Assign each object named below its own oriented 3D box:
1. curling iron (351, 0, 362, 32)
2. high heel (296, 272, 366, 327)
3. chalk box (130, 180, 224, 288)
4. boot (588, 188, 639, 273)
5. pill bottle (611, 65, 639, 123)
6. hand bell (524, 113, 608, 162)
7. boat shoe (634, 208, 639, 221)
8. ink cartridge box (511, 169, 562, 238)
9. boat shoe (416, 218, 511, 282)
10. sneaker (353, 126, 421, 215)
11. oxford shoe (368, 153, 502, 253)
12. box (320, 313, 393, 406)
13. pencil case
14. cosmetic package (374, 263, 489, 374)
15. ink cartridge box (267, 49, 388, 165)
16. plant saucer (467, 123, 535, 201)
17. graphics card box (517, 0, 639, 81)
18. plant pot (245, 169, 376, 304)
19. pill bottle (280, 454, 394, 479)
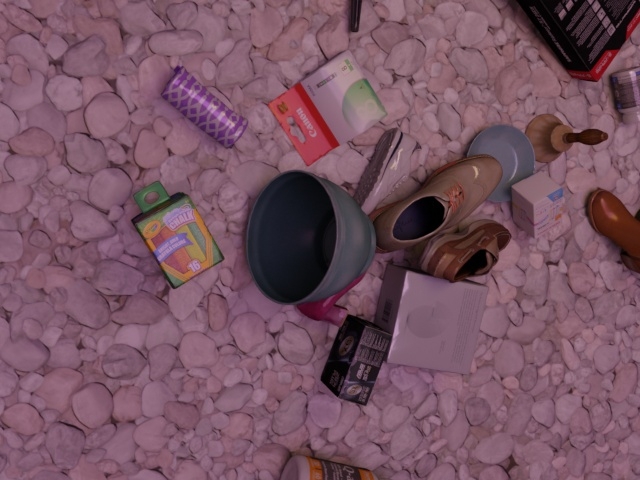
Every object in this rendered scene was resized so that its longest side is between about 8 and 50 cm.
[{"bbox_3d":[0.075,-0.619,1.787,0.068,0.035,0.274,-4,97,-12],"label":"curling iron"},{"bbox_3d":[0.039,0.079,1.848,0.117,0.082,0.244,23,94,-9],"label":"high heel"},{"bbox_3d":[-0.324,-0.023,1.687,0.132,0.132,0.213,-32,105,-11],"label":"chalk box"},{"bbox_3d":[0.826,-0.010,1.992,0.109,0.220,0.283,-34,105,-10],"label":"boot"},{"bbox_3d":[0.810,-0.377,2.018,0.078,0.078,0.137,-18,101,-14],"label":"pill bottle"},{"bbox_3d":[0.617,-0.249,1.889,0.126,0.242,0.126,-2,98,-17],"label":"hand bell"},{"bbox_3d":[0.945,-0.109,2.097,0.223,0.080,0.073,-47,114,-2],"label":"boat shoe"},{"bbox_3d":[0.545,-0.083,1.946,0.092,0.090,0.143,-29,135,-11],"label":"ink cartridge box"},{"bbox_3d":[0.367,0.037,1.859,0.324,0.116,0.123,-18,136,-42],"label":"boat shoe"},{"bbox_3d":[0.159,-0.149,1.848,0.094,0.090,0.235,29,89,-27],"label":"sneaker"},{"bbox_3d":[0.292,-0.083,1.817,0.397,0.146,0.141,-34,101,-17],"label":"oxford shoe"},{"bbox_3d":[0.083,0.280,1.840,0.077,0.147,0.180,21,91,-19],"label":"box"},{"bbox_3d":[-0.250,-0.292,1.704,0.206,0.086,0.088,39,51,-20],"label":"pencil case"},{"bbox_3d":[0.262,0.191,1.889,0.224,0.138,0.224,12,93,-17],"label":"cosmetic package"},{"bbox_3d":[0.019,-0.306,1.800,0.224,0.056,0.181,-37,105,-11],"label":"ink cartridge box"},{"bbox_3d":[0.447,-0.195,1.951,0.194,0.037,0.195,-2,98,-17],"label":"plant saucer"},{"bbox_3d":[0.621,-0.594,1.883,0.371,0.094,0.233,39,85,-34],"label":"graphics card box"},{"bbox_3d":[0.000,0.000,1.733,0.196,0.293,0.293,6,95,-44],"label":"plant pot"},{"bbox_3d":[0.049,0.619,1.864,0.278,0.162,0.162,16,92,-18],"label":"pill bottle"}]
